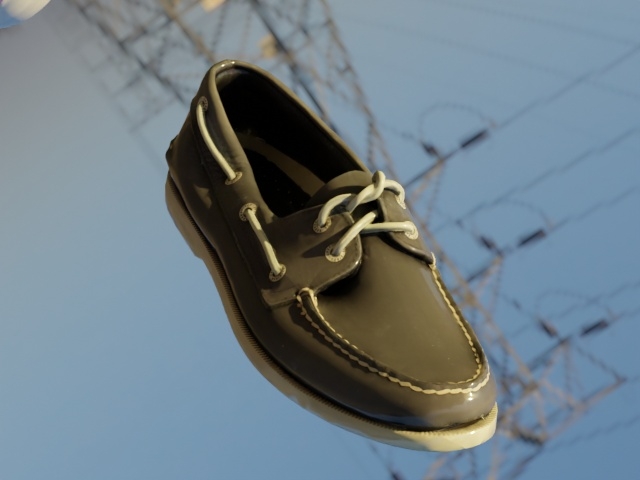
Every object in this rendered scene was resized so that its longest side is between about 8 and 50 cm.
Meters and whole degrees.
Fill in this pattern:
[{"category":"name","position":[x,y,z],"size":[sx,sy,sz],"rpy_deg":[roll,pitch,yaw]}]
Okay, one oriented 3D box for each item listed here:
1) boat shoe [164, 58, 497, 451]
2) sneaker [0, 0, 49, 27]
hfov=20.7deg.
[{"category":"boat shoe","position":[0.000,0.000,0.649],"size":[0.075,0.065,0.206],"rpy_deg":[-7,-146,-29]},{"category":"sneaker","position":[-0.136,-0.172,0.592],"size":[0.095,0.236,0.104],"rpy_deg":[21,-149,22]}]
